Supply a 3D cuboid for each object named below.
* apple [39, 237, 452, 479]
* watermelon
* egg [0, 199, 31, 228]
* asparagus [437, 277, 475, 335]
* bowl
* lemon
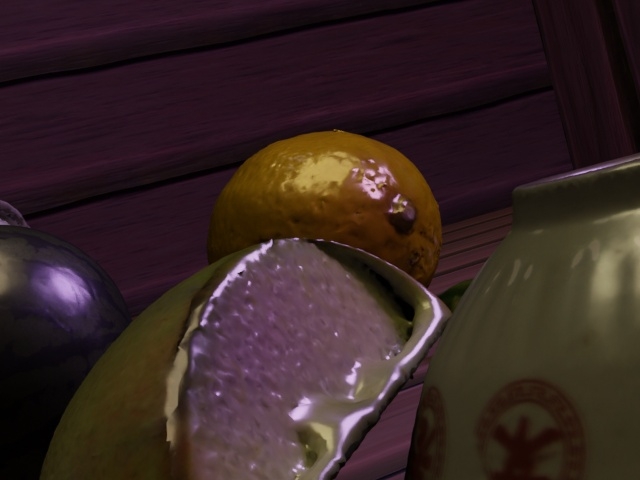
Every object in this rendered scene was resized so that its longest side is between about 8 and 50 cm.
[{"bbox_3d":[-0.063,0.093,0.737,0.193,0.120,0.265,-37,4,34],"label":"apple"},{"bbox_3d":[-0.227,0.093,1.072,0.212,0.212,0.212,-14,2,1],"label":"watermelon"},{"bbox_3d":[-0.305,0.119,1.246,0.286,0.174,0.264,-31,-34,-28],"label":"egg"},{"bbox_3d":[0.194,0.046,1.292,0.080,0.080,0.287,-16,4,-30],"label":"asparagus"},{"bbox_3d":[0.177,0.032,0.724,0.337,0.157,0.337,-14,1,0],"label":"bowl"},{"bbox_3d":[0.003,0.000,1.649,0.236,0.236,0.263,-15,-4,-13],"label":"lemon"}]
